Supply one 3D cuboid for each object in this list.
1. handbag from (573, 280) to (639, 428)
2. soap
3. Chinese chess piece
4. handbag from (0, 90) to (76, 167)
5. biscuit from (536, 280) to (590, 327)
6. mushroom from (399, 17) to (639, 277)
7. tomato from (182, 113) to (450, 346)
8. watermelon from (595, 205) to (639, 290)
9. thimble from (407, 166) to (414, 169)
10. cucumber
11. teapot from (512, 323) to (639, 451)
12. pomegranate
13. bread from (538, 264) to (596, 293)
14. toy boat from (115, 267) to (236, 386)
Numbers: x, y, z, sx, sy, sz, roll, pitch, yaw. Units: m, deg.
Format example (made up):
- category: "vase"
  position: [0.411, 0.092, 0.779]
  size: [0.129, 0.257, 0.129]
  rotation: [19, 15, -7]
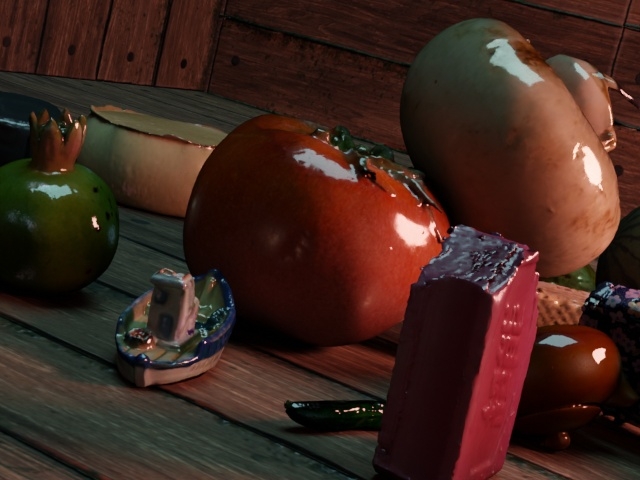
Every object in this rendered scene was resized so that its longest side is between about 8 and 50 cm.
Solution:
- category: "handbag"
  position: [0.396, 0.149, 1.694]
  size: [0.127, 0.229, 0.208]
  rotation: [-37, 40, -24]
- category: "soap"
  position: [0.134, 0.113, 1.401]
  size: [0.099, 0.250, 0.162]
  rotation: [16, 12, 27]
- category: "Chinese chess piece"
  position: [-0.269, -0.137, 2.553]
  size: [0.338, 0.140, 0.338]
  rotation: [15, 10, -3]
- category: "handbag"
  position: [-0.433, -0.102, 2.030]
  size: [0.181, 0.181, 0.254]
  rotation: [10, 13, -24]
- category: "biscuit"
  position: [0.357, 0.139, 1.848]
  size: [0.426, 0.144, 0.078]
  rotation: [15, 9, 3]
- category: "mushroom"
  position: [0.273, -0.132, 1.889]
  size: [0.294, 0.362, 0.362]
  rotation: [-31, 18, -4]
- category: "tomato"
  position: [0.000, 0.000, 1.815]
  size: [0.341, 0.273, 0.341]
  rotation: [24, 12, -5]
- category: "watermelon"
  position: [0.557, 0.086, 1.994]
  size: [0.359, 0.279, 0.279]
  rotation: [23, 9, -6]
- category: "thimble"
  position: [0.061, -0.025, 2.106]
  size: [0.270, 0.150, 0.271]
  rotation: [-6, 1, 0]
- category: "cucumber"
  position: [0.035, 0.183, 1.507]
  size: [0.184, 0.033, 0.036]
  rotation: [6, -12, -37]
- category: "teapot"
  position: [0.233, 0.171, 1.607]
  size: [0.252, 0.135, 0.178]
  rotation: [-8, -20, -12]
- category: "pomegranate"
  position: [-0.328, -0.047, 1.739]
  size: [0.187, 0.225, 0.187]
  rotation: [8, 19, -3]
- category: "bread"
  position: [0.320, 0.065, 2.153]
  size: [0.262, 0.163, 0.204]
  rotation: [18, -1, 15]
- category: "toy boat"
  position: [-0.154, 0.080, 1.583]
  size: [0.114, 0.115, 0.262]
  rotation: [15, 10, 8]
